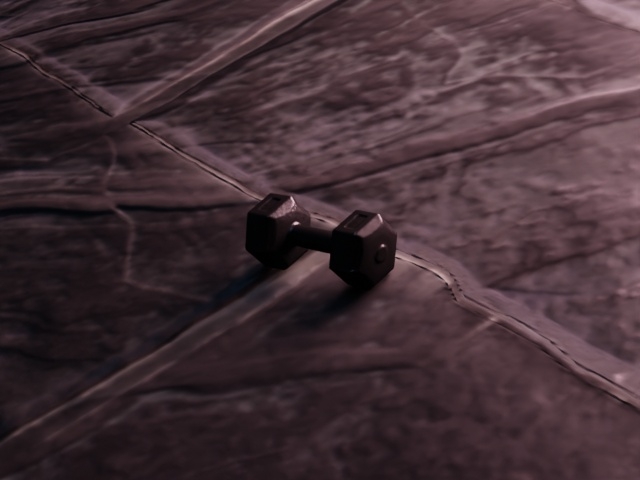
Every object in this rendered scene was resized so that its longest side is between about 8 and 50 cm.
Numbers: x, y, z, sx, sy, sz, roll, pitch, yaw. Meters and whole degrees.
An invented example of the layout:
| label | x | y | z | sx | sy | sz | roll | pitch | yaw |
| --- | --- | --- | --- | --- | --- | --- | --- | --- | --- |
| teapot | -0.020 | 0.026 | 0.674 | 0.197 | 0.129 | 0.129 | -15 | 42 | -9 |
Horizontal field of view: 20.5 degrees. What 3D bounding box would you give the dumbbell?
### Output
| label | x | y | z | sx | sy | sz | roll | pitch | yaw |
| --- | --- | --- | --- | --- | --- | --- | --- | --- | --- |
| dumbbell | 0.000 | 0.000 | 0.917 | 0.083 | 0.040 | 0.036 | 12 | 10 | 39 |
